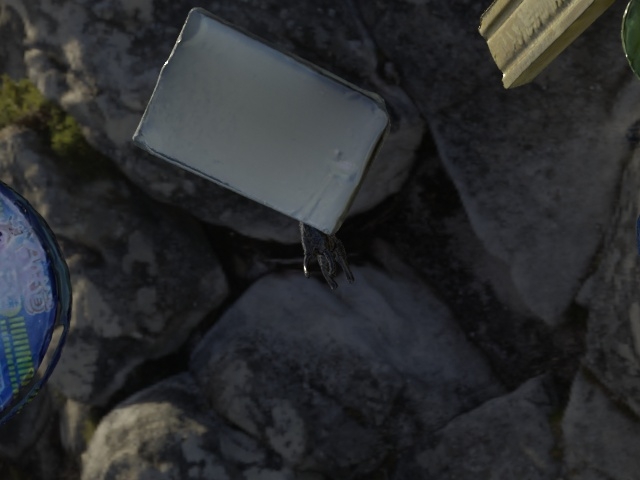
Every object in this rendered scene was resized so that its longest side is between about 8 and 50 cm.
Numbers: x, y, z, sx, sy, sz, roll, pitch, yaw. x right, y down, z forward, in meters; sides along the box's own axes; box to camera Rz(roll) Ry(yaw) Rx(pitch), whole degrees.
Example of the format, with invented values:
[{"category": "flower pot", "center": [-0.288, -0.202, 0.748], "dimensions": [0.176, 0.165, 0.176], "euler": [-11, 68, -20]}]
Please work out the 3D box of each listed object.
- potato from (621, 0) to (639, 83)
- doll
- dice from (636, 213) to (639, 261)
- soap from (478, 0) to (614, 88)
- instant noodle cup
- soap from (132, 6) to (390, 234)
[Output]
[{"category": "potato", "center": [0.424, -0.200, 1.056], "dimensions": [0.198, 0.054, 0.119], "euler": [36, 100, 10]}, {"category": "doll", "center": [0.000, 0.000, 1.675], "dimensions": [0.057, 0.139, 0.165], "euler": [-18, 74, 20]}, {"category": "dice", "center": [0.320, 0.031, 0.679], "dimensions": [0.143, 0.146, 0.146], "euler": [-15, 40, 13]}, {"category": "soap", "center": [0.244, -0.255, 0.961], "dimensions": [0.092, 0.037, 0.252], "euler": [68, 159, 11]}, {"category": "instant noodle cup", "center": [-0.417, 0.094, 0.937], "dimensions": [0.312, 0.284, 0.284], "euler": [141, 120, -62]}, {"category": "soap", "center": [-0.045, -0.096, 0.746], "dimensions": [0.121, 0.183, 0.064], "euler": [-63, 12, 10]}]
